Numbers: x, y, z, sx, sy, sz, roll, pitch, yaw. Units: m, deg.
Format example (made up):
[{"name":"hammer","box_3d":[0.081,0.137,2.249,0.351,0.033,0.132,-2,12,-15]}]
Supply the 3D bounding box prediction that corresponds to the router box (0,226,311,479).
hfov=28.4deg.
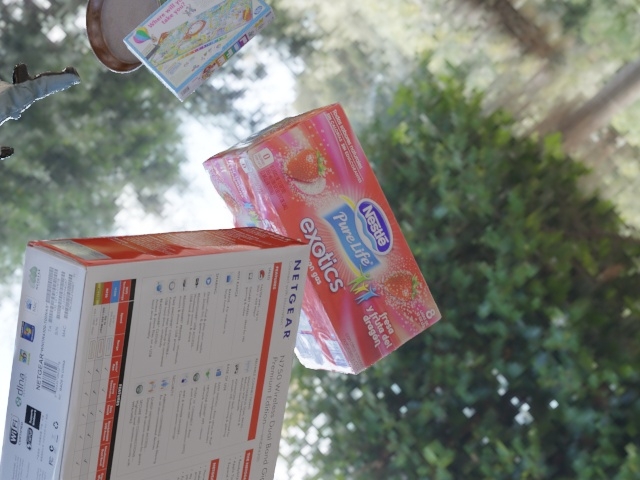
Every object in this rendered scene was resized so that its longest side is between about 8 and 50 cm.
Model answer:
[{"name":"router box","box_3d":[-0.156,0.163,1.201,0.082,0.335,0.301,18,-167,36]}]

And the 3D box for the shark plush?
[{"name":"shark plush","box_3d":[-0.250,-0.083,0.915,0.073,0.161,0.067,38,162,54]}]

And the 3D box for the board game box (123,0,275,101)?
[{"name":"board game box","box_3d":[-0.146,-0.254,1.517,0.103,0.154,0.026,46,174,18]}]

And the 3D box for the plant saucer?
[{"name":"plant saucer","box_3d":[-0.312,-0.356,2.041,0.029,0.168,0.168,-8,-125,-53]}]

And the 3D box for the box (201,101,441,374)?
[{"name":"box","box_3d":[0.000,0.000,1.550,0.154,0.142,0.300,-6,113,63]}]
